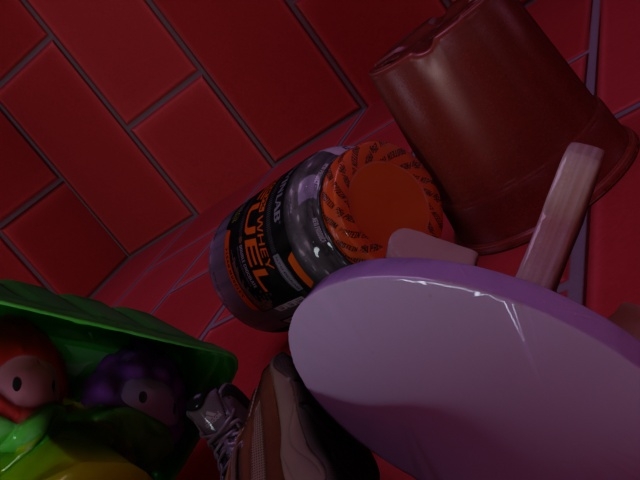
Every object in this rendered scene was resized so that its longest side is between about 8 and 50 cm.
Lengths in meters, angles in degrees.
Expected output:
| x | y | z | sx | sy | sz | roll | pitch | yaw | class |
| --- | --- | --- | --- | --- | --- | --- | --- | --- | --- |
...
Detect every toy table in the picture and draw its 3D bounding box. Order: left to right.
| x | y | z | sx | sy | sz | roll | pitch | yaw | class |
| --- | --- | --- | --- | --- | --- | --- | --- | --- | --- |
| 0.137 | 0.070 | 0.566 | 0.161 | 0.274 | 0.252 | -45 | -20 | -50 | toy table |

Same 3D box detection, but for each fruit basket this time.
| x | y | z | sx | sy | sz | roll | pitch | yaw | class |
| --- | --- | --- | --- | --- | --- | --- | --- | --- | --- |
| -0.262 | 0.223 | 0.849 | 0.283 | 0.392 | 0.392 | -60 | 12 | 7 | fruit basket |

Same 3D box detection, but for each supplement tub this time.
| x | y | z | sx | sy | sz | roll | pitch | yaw | class |
| --- | --- | --- | --- | --- | --- | --- | --- | --- | --- |
| 0.000 | 0.000 | 1.089 | 0.207 | 0.207 | 0.338 | -47 | 11 | -34 | supplement tub |

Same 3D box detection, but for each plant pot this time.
| x | y | z | sx | sy | sz | roll | pitch | yaw | class |
| --- | --- | --- | --- | --- | --- | --- | --- | --- | --- |
| 0.217 | -0.168 | 1.028 | 0.272 | 0.265 | 0.272 | -35 | 15 | 11 | plant pot |

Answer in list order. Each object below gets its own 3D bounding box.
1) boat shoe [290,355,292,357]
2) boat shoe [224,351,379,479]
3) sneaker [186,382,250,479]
| x | y | z | sx | sy | sz | roll | pitch | yaw | class |
| --- | --- | --- | --- | --- | --- | --- | --- | --- | --- |
| -0.013 | 0.177 | 0.791 | 0.084 | 0.079 | 0.233 | -43 | 24 | 16 | boat shoe |
| -0.027 | 0.184 | 0.572 | 0.120 | 0.123 | 0.324 | -38 | 13 | 2 | boat shoe |
| -0.097 | 0.223 | 0.825 | 0.086 | 0.132 | 0.229 | -36 | 14 | 5 | sneaker |
